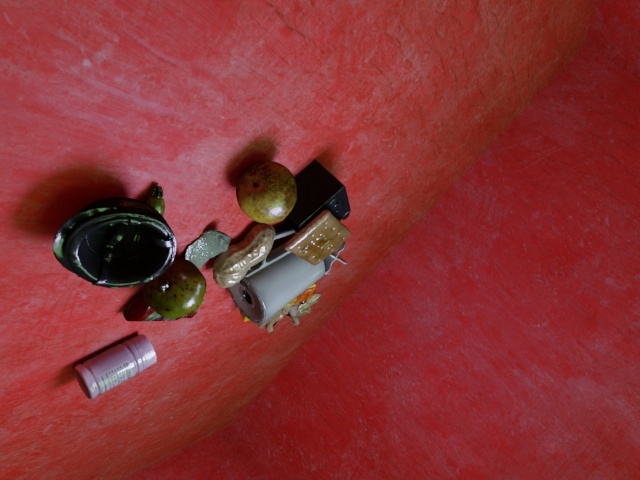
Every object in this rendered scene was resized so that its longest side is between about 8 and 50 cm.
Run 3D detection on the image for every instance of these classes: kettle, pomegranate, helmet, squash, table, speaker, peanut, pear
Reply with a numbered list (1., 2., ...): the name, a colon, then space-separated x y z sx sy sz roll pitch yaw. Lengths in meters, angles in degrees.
1. kettle: -0.183 0.109 1.994 0.377 0.250 0.360 -32 129 -35
2. pomegranate: -0.451 0.165 1.550 0.198 0.198 0.246 -48 134 11
3. helmet: -0.504 -0.013 1.170 0.279 0.160 0.230 22 114 -39
4. squash: -0.482 -0.039 1.299 0.252 0.066 0.066 -52 159 22
5. table: 0.025 0.039 2.158 0.167 0.198 0.166 -16 124 -25
6. speaker: -0.028 -0.130 1.822 0.232 0.184 0.254 -41 159 -7
7. peanut: -0.288 0.049 1.778 0.298 0.120 0.136 -43 140 -12
8. pear: -0.176 -0.155 1.485 0.197 0.197 0.197 -38 159 -17

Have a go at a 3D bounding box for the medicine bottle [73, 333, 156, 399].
1. medicine bottle: -0.733 0.447 1.700 0.250 0.133 0.133 -28 155 -39

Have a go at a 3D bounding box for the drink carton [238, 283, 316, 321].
1. drink carton: -0.209 0.256 2.226 0.352 0.111 0.154 -17 151 -23

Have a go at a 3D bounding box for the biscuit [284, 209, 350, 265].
1. biscuit: 0.000 0.000 1.820 0.217 0.044 0.325 -39 158 4

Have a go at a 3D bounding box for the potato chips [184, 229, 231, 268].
1. potato chips: -0.391 0.042 1.643 0.228 0.059 0.167 -39 155 12

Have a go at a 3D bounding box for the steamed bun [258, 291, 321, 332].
1. steamed bun: -0.149 0.337 2.537 0.427 0.189 0.247 -56 164 29

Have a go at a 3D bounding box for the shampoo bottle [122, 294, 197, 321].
1. shampoo bottle: -0.559 0.246 1.703 0.118 0.076 0.314 -38 161 9
